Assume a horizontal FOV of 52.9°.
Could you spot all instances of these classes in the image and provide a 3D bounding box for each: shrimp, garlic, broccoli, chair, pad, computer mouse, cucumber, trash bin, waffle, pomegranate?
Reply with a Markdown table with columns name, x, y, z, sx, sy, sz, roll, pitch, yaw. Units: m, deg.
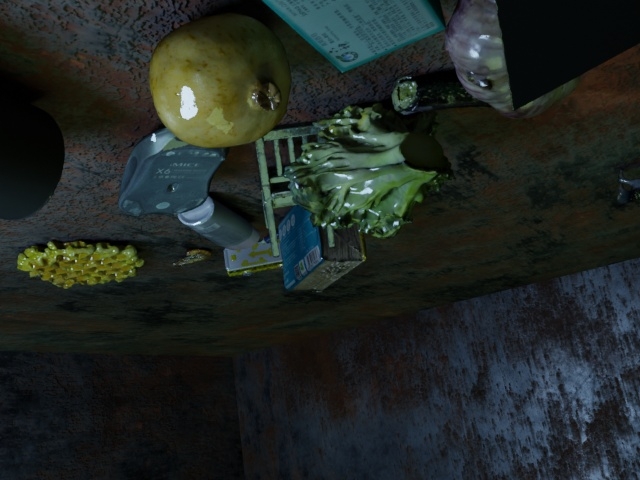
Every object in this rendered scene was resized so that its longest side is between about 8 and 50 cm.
| name | x | y | z | sx | sy | sz | roll | pitch | yaw |
| --- | --- | --- | --- | --- | --- | --- | --- | --- | --- |
| shrimp | -0.368 | 0.047 | 1.803 | 0.127 | 0.025 | 0.091 | -18 | 161 | 16 |
| garlic | 0.261 | -0.282 | 0.802 | 0.244 | 0.161 | 0.245 | -15 | 140 | -13 |
| broccoli | 0.100 | -0.134 | 1.082 | 0.288 | 0.248 | 0.245 | -50 | -170 | -30 |
| chair | -0.054 | -0.120 | 1.270 | 0.136 | 0.147 | 0.271 | -10 | 120 | -4 |
| pad | 0.328 | -0.292 | 0.715 | 0.299 | 0.005 | 0.202 | -29 | 132 | -3 |
| computer mouse | -0.244 | -0.150 | 1.111 | 0.167 | 0.090 | 0.379 | -3 | 157 | -36 |
| cucumber | 0.244 | -0.249 | 1.070 | 0.245 | 0.067 | 0.067 | -7 | 164 | -12 |
| trash bin | -0.509 | -0.135 | 0.813 | 0.214 | 0.214 | 0.333 | -16 | 167 | 23 |
| waffle | -0.618 | 0.064 | 1.678 | 0.307 | 0.060 | 0.312 | -2 | 160 | -19 |
| pomegranate | -0.122 | -0.201 | 0.829 | 0.196 | 0.196 | 0.196 | -8 | 163 | -2 |

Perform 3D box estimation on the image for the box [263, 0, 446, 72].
| name | x | y | z | sx | sy | sz | roll | pitch | yaw |
| --- | --- | --- | --- | --- | --- | --- | --- | --- | --- |
| box | 0.027 | -0.301 | 0.727 | 0.153 | 0.092 | 0.244 | -17 | 162 | 24 |

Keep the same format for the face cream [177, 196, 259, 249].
| name | x | y | z | sx | sy | sz | roll | pitch | yaw |
| --- | --- | --- | --- | --- | --- | --- | --- | --- | --- |
| face cream | -0.237 | -0.035 | 1.511 | 0.107 | 0.073 | 0.269 | -8 | 164 | 14 |

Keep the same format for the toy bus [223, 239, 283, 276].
| name | x | y | z | sx | sy | sz | roll | pitch | yaw |
| --- | --- | --- | --- | --- | --- | --- | --- | --- | --- |
| toy bus | -0.155 | 0.046 | 1.808 | 0.226 | 0.081 | 0.074 | -9 | 162 | 1 |

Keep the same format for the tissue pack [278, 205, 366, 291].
| name | x | y | z | sx | sy | sz | roll | pitch | yaw |
| --- | --- | --- | --- | --- | --- | --- | --- | --- | --- |
| tissue pack | 0.000 | 0.000 | 1.539 | 0.133 | 0.193 | 0.271 | 0 | 162 | -22 |

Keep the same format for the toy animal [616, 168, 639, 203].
| name | x | y | z | sx | sy | sz | roll | pitch | yaw |
| --- | --- | --- | --- | --- | --- | --- | --- | --- | --- |
| toy animal | 0.833 | -0.152 | 1.616 | 0.160 | 0.197 | 0.273 | 1 | 125 | 27 |

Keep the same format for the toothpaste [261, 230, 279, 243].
| name | x | y | z | sx | sy | sz | roll | pitch | yaw |
| --- | --- | --- | --- | --- | --- | --- | --- | --- | --- |
| toothpaste | -0.110 | -0.017 | 1.728 | 0.139 | 0.021 | 0.037 | -24 | 157 | 37 |
